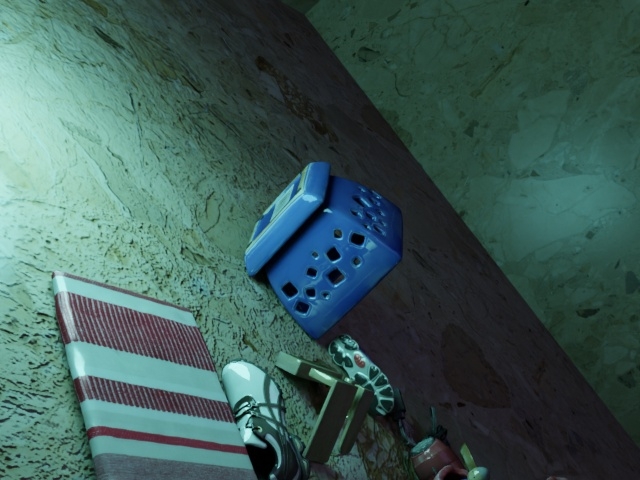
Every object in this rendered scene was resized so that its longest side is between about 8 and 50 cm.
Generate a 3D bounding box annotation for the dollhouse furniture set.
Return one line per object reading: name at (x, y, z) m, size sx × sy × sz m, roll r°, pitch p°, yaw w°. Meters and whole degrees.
dollhouse furniture set at (-0.009, 0.266, 1.322) m, size 0.151 × 0.123 × 0.144 m, roll 19°, pitch -6°, yaw 42°

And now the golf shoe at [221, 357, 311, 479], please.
golf shoe at (-0.087, 0.243, 1.118) m, size 0.198 × 0.077 × 0.094 m, roll 56°, pitch 20°, yaw 22°

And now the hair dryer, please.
hair dryer at (0.235, 0.401, 1.524) m, size 0.223 × 0.080 × 0.294 m, roll 33°, pitch 27°, yaw -44°

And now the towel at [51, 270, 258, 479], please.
towel at (-0.205, 0.191, 1.022) m, size 0.237 × 0.037 × 0.329 m, roll 25°, pitch 29°, yaw -47°

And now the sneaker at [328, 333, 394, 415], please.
sneaker at (0.085, 0.241, 1.523) m, size 0.170 × 0.068 × 0.071 m, roll 58°, pitch 15°, yaw 25°

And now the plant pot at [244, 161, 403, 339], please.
plant pot at (0.000, 0.000, 1.551) m, size 0.212 × 0.236 × 0.236 m, roll 39°, pitch 21°, yaw -12°

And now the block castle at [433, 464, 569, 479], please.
block castle at (0.320, 0.534, 1.133) m, size 0.303 × 0.213 × 0.453 m, roll 13°, pitch 36°, yaw -28°

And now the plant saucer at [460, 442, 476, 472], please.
plant saucer at (0.277, 0.418, 1.549) m, size 0.083 × 0.015 × 0.083 m, roll 158°, pitch -90°, yaw -90°
